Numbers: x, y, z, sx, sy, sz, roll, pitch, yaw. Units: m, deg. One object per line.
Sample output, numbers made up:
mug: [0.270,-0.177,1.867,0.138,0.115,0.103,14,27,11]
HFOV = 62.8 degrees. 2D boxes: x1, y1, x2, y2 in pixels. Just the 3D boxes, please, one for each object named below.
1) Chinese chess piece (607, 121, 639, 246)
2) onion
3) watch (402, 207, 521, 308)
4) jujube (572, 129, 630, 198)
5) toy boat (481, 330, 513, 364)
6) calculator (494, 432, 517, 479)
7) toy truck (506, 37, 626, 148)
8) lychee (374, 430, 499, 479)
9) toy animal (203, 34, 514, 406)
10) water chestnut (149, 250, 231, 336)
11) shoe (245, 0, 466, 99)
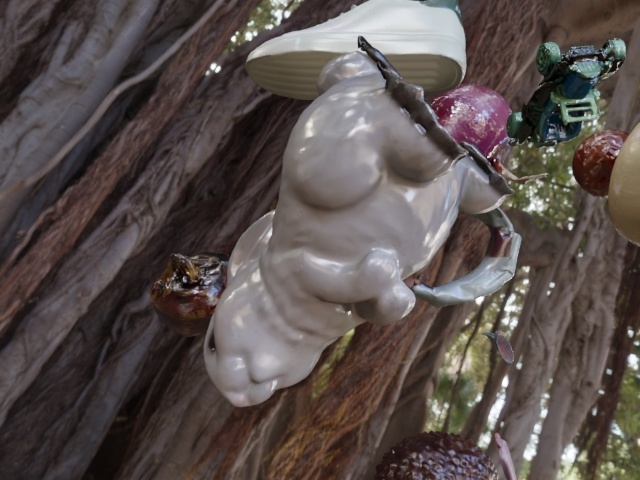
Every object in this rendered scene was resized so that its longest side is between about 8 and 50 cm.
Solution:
Chinese chess piece: [0.803,-0.137,1.176,0.338,0.338,0.140,43,-6,-36]
onion: [0.389,-0.241,1.459,0.358,0.358,0.345,57,10,-54]
watch: [0.279,0.025,1.091,0.241,0.253,0.162,29,-10,-9]
jujube: [0.818,-0.221,1.471,0.190,0.255,0.190,17,-63,37]
toy boat: [0.460,0.268,1.359,0.122,0.034,0.096,-96,162,-87]
calculator: [0.492,0.588,1.381,0.024,0.166,0.103,-18,6,19]
toy truck: [0.260,-0.139,0.560,0.080,0.078,0.154,-4,-23,0]
lychee: [0.225,0.489,0.967,0.264,0.264,0.300,34,-32,-17]
toy animal: [0.000,0.000,0.542,0.194,0.357,0.258,25,27,-41]
water chestnut: [-0.288,0.116,1.243,0.224,0.224,0.238,15,-51,33]
shoe: [0.056,-0.330,0.859,0.363,0.160,0.132,4,-22,18]
